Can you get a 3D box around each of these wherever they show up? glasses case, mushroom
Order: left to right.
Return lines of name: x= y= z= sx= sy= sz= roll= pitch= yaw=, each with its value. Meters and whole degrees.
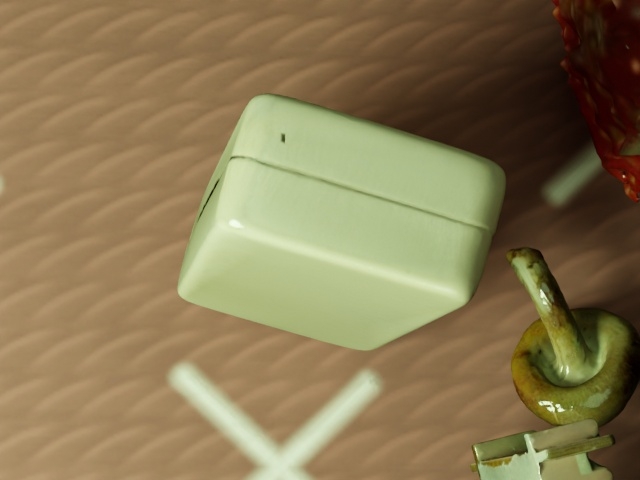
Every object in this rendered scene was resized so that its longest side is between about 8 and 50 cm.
glasses case: x=0.000 y=0.000 z=1.059 sx=0.144 sy=0.336 sz=0.076 roll=16 pitch=80 yaw=-7
mushroom: x=0.161 y=0.063 z=1.208 sx=0.088 sy=0.073 sz=0.129 roll=-25 pitch=79 yaw=6

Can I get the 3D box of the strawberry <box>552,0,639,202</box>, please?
strawberry: x=0.250 y=-0.189 z=1.182 sx=0.292 sy=0.292 sz=0.343 roll=-20 pitch=53 yaw=-10

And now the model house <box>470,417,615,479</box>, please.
model house: x=0.251 y=0.257 z=1.159 sx=0.244 sy=0.169 sz=0.326 roll=-12 pitch=79 yaw=-17
